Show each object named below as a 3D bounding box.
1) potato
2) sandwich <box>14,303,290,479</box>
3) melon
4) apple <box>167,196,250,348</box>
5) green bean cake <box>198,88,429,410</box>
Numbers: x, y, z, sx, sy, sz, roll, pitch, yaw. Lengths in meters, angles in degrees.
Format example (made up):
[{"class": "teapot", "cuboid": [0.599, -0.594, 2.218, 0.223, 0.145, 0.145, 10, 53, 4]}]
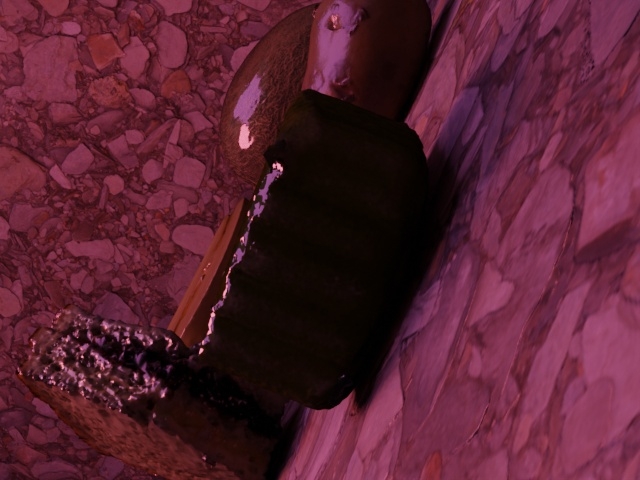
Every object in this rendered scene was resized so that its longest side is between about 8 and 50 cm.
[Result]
[{"class": "potato", "cuboid": [0.058, -0.233, 1.256, 0.165, 0.165, 0.262, -88, 10, -73]}, {"class": "sandwich", "cuboid": [-0.190, 0.216, 1.182, 0.131, 0.326, 0.262, -61, -32, -28]}, {"class": "melon", "cuboid": [-0.022, -0.216, 1.463, 0.329, 0.249, 0.248, -64, 6, 4]}, {"class": "apple", "cuboid": [-0.191, 0.102, 1.664, 0.360, 0.320, 0.311, -65, -35, -25]}, {"class": "green bean cake", "cuboid": [0.000, 0.000, 0.869, 0.247, 0.156, 0.249, -85, 18, -75]}]
